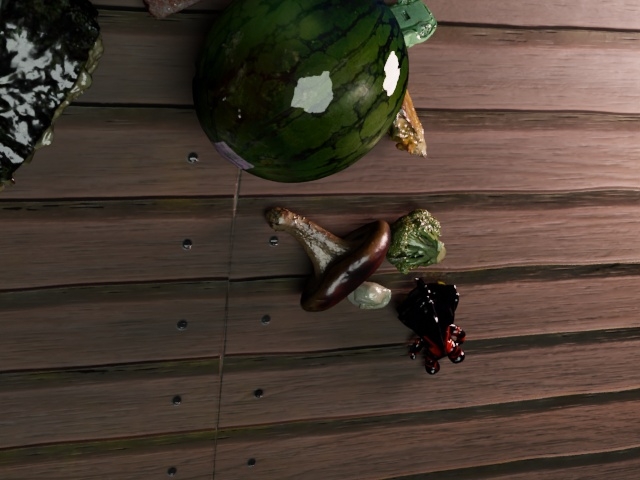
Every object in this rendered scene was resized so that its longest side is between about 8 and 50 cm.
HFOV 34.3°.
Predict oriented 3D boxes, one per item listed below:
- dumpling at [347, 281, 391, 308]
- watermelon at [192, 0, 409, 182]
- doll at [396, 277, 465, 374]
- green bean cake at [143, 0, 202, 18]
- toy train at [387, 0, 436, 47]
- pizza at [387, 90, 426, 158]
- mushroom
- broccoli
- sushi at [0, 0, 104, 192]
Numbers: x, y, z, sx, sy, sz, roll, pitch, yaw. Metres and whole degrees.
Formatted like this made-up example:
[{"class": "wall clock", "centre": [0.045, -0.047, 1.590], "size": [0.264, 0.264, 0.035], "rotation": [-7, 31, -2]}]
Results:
[{"class": "dumpling", "centre": [0.094, 0.112, 2.045], "size": [0.076, 0.052, 0.057], "rotation": [-5, 104, -30]}, {"class": "watermelon", "centre": [-0.029, -0.264, 1.666], "size": [0.363, 0.363, 0.363], "rotation": [-8, 116, -18]}, {"class": "doll", "centre": [0.226, 0.167, 2.111], "size": [0.127, 0.088, 0.248], "rotation": [-44, 133, -22]}, {"class": "green bean cake", "centre": [-0.235, -0.437, 1.656], "size": [0.135, 0.056, 0.135], "rotation": [-26, 128, -9]}, {"class": "toy train", "centre": [0.125, -0.369, 1.822], "size": [0.149, 0.099, 0.081], "rotation": [-21, 153, -19]}, {"class": "pizza", "centre": [0.134, -0.230, 1.868], "size": [0.069, 0.147, 0.226], "rotation": [-17, 166, 13]}, {"class": "mushroom", "centre": [0.000, 0.000, 1.931], "size": [0.227, 0.148, 0.217], "rotation": [-45, 105, -3]}, {"class": "broccoli", "centre": [0.184, 0.004, 1.994], "size": [0.130, 0.120, 0.131], "rotation": [-60, 153, -6]}, {"class": "sushi", "centre": [-0.468, -0.236, 1.580], "size": [0.171, 0.211, 0.350], "rotation": [35, 89, -24]}]
